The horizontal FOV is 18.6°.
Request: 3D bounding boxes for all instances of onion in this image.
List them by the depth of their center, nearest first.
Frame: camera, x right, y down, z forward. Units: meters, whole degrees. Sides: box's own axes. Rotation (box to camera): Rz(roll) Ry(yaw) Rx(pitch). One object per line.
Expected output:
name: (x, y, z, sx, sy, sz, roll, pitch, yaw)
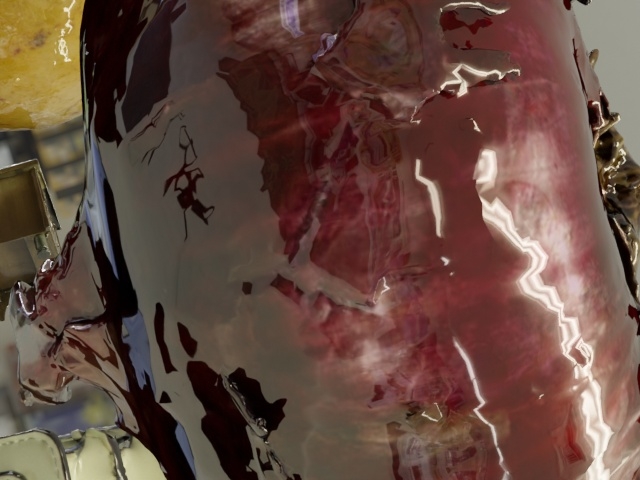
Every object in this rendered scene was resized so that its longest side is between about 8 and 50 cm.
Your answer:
onion: (0.000, 0.000, 0.695, 0.314, 0.232, 0.314, 167, -90, -83)

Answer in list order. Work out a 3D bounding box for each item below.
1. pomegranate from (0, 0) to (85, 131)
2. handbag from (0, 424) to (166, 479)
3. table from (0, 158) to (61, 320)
pomegranate: (-0.219, -0.203, 1.377, 0.264, 0.264, 0.264, 162, -90, -83)
handbag: (-0.265, 0.262, 1.289, 0.160, 0.358, 0.237, 11, 68, -66)
table: (-0.230, 0.004, 1.471, 0.083, 0.070, 0.082, 80, -9, -53)
